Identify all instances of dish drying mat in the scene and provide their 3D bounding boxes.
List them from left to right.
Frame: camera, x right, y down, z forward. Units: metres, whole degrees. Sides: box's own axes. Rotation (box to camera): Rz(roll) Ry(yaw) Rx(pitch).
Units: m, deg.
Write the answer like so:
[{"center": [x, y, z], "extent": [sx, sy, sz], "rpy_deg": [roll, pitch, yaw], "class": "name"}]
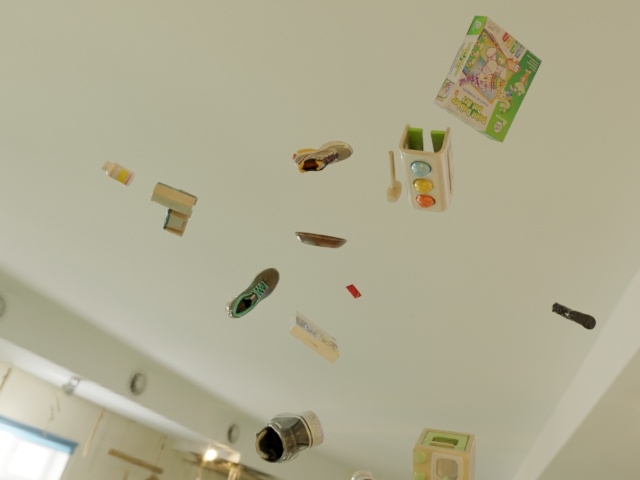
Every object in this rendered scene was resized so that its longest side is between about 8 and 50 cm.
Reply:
[{"center": [0.130, 0.199, 2.392], "extent": [0.032, 0.008, 0.083], "rpy_deg": [-22, -45, 17], "class": "dish drying mat"}]

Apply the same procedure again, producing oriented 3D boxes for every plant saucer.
[{"center": [0.000, 0.000, 2.244], "extent": [0.199, 0.036, 0.198], "rpy_deg": [8, 4, -1], "class": "plant saucer"}]

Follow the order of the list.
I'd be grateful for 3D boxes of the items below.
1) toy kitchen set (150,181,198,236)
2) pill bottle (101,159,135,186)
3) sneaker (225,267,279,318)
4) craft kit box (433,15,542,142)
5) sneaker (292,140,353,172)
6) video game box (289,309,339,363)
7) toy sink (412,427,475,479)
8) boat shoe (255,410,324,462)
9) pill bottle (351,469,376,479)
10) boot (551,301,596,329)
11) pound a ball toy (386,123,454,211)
[{"center": [-0.452, -0.134, 1.921], "extent": [0.122, 0.166, 0.207], "rpy_deg": [22, -36, -10], "class": "toy kitchen set"}, {"center": [-0.555, -0.186, 1.682], "extent": [0.083, 0.043, 0.043], "rpy_deg": [32, -31, -15], "class": "pill bottle"}, {"center": [-0.161, 0.135, 1.506], "extent": [0.065, 0.166, 0.076], "rpy_deg": [46, -7, -11], "class": "sneaker"}, {"center": [0.446, -0.421, 1.624], "extent": [0.250, 0.246, 0.061], "rpy_deg": [20, 10, -35], "class": "craft kit box"}, {"center": [0.013, -0.298, 2.272], "extent": [0.225, 0.092, 0.088], "rpy_deg": [-16, -47, -1], "class": "sneaker"}, {"center": [-0.025, 0.362, 2.317], "extent": [0.205, 0.048, 0.187], "rpy_deg": [37, 5, -7], "class": "video game box"}, {"center": [0.333, 0.611, 1.665], "extent": [0.153, 0.131, 0.234], "rpy_deg": [1, 4, 21], "class": "toy sink"}, {"center": [-0.107, 0.487, 1.511], "extent": [0.119, 0.121, 0.335], "rpy_deg": [-10, -22, -27], "class": "boat shoe"}, {"center": [0.136, 0.747, 1.783], "extent": [0.086, 0.152, 0.086], "rpy_deg": [-3, -66, -7], "class": "pill bottle"}, {"center": [0.808, 0.240, 1.964], "extent": [0.121, 0.045, 0.099], "rpy_deg": [24, 1, -25], "class": "boot"}, {"center": [0.270, -0.187, 1.769], "extent": [0.208, 0.135, 0.319], "rpy_deg": [9, -28, 19], "class": "pound a ball toy"}]
